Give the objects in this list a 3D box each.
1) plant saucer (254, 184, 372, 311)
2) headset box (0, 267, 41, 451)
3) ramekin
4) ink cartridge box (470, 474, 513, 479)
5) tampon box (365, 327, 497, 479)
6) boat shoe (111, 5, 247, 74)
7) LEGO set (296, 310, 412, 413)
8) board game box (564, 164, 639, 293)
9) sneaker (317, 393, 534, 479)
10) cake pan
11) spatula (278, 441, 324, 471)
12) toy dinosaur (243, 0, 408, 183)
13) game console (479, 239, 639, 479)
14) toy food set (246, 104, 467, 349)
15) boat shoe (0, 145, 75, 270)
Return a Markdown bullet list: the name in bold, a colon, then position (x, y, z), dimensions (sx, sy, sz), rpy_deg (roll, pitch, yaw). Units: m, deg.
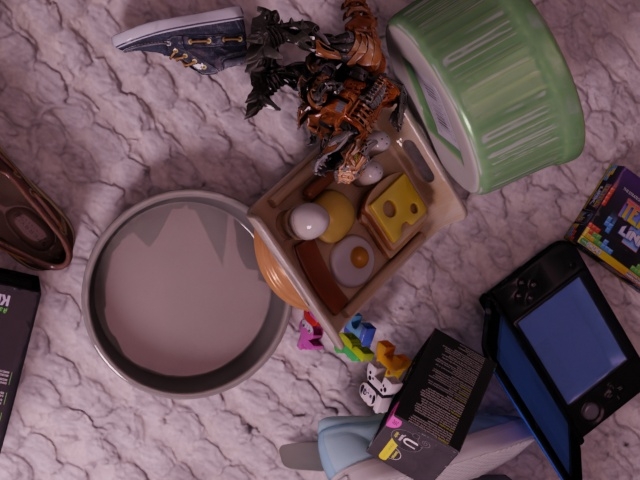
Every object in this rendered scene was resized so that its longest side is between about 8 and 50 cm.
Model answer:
- **plant saucer**: position (0.000, 0.000, 1.504), dimensions (0.199, 0.037, 0.200), rpy_deg (4, 83, -34)
- **headset box**: position (-0.512, 0.163, 1.364), dimensions (0.246, 0.131, 0.283), rpy_deg (15, 94, -17)
- **ramekin**: position (0.212, -0.210, 1.446), dimensions (0.148, 0.303, 0.303), rpy_deg (-28, 104, -4)
- **ink cartridge box**: position (0.266, 0.478, 1.615), dimensions (0.086, 0.153, 0.209), rpy_deg (2, 97, -17)
- **tampon box**: position (0.151, 0.228, 1.455), dimensions (0.101, 0.120, 0.161), rpy_deg (30, 50, 4)
- **boat shoe**: position (-0.184, -0.258, 1.441), dimensions (0.183, 0.065, 0.083), rpy_deg (-15, 99, -15)
- **LEGO set**: position (0.054, 0.179, 1.510), dimensions (0.087, 0.227, 0.093), rpy_deg (2, 115, -36)
- **board game box**: position (0.488, -0.014, 1.672), dimensions (0.170, 0.048, 0.141), rpy_deg (33, 88, -17)
- **sneaker**: position (0.160, 0.278, 1.575), dimensions (0.365, 0.135, 0.150), rpy_deg (-3, 58, -34)
- **cake pan**: position (-0.185, 0.072, 1.487), dimensions (0.293, 0.054, 0.293), rpy_deg (-2, 97, -16)
- **spatula**: position (0.065, 0.364, 1.555), dimensions (0.242, 0.168, 0.019), rpy_deg (5, 127, -20)
- **toy dinosaur**: position (0.012, -0.223, 1.442), dimensions (0.218, 0.322, 0.164), rpy_deg (7, 131, 1)
- **game console**: position (0.375, 0.188, 1.599), dimensions (0.250, 0.173, 0.293), rpy_deg (-36, 105, -9)
- **toy food set**: position (0.061, -0.031, 1.470), dimensions (0.306, 0.092, 0.220), rpy_deg (-43, 109, -29)
- **boat shoe**: position (-0.447, -0.079, 1.351), dimensions (0.123, 0.123, 0.342), rpy_deg (-46, 109, -6)
